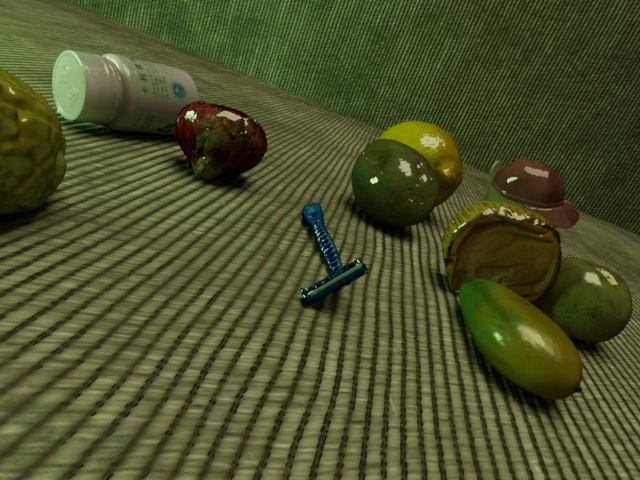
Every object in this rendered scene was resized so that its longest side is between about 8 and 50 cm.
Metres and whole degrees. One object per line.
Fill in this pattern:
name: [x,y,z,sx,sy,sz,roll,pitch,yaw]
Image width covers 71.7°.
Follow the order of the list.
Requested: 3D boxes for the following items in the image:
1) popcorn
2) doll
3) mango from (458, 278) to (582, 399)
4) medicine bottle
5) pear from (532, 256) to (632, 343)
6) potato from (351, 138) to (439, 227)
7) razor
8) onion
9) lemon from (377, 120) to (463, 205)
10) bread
popcorn: [-0.406,-0.124,0.496,0.225,0.174,0.286,27,7,-30]
doll: [0.412,-0.040,0.932,0.196,0.256,0.152,29,18,16]
mango: [0.285,0.131,0.645,0.137,0.091,0.237,26,22,-7]
medicine bottle: [-0.393,-0.300,0.918,0.152,0.152,0.254,33,24,25]
pear: [0.477,0.109,0.814,0.167,0.136,0.167,21,24,-10]
potato: [0.165,-0.132,1.006,0.178,0.160,0.235,-3,59,-18]
razor: [0.006,0.010,0.723,0.056,0.093,0.324,58,5,-23]
onion: [-0.200,-0.181,0.866,0.184,0.147,0.184,16,-15,5]
lemon: [0.253,-0.201,1.183,0.233,0.233,0.288,7,23,-32]
bread: [0.319,0.021,0.799,0.199,0.199,0.104,22,22,1]
